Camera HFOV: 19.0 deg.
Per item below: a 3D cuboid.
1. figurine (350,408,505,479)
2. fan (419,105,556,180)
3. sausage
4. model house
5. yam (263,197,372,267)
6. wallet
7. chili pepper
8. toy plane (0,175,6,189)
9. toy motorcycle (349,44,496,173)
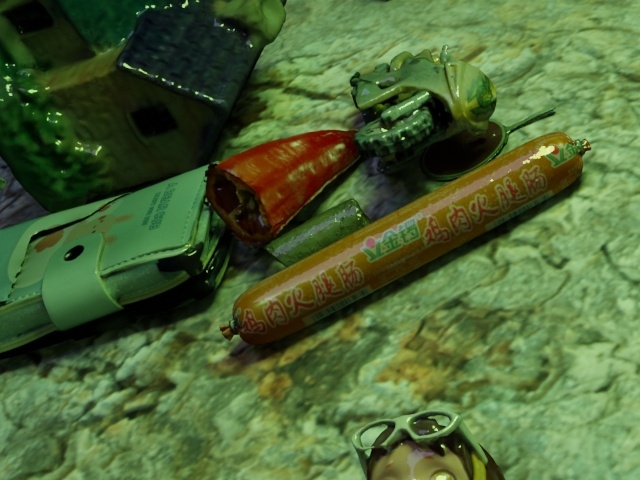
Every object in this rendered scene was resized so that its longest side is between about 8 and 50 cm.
[{"bbox_3d":[0.069,0.226,1.244,0.175,0.116,0.240,-17,41,23],"label":"figurine"},{"bbox_3d":[0.149,-0.092,1.710,0.133,0.005,0.085,-24,32,11],"label":"fan"},{"bbox_3d":[0.071,0.000,1.603,0.348,0.053,0.053,-28,33,3],"label":"sausage"},{"bbox_3d":[-0.193,-0.221,1.874,0.280,0.312,0.245,-11,34,30],"label":"model house"},{"bbox_3d":[0.000,0.000,1.670,0.094,0.043,0.043,-31,33,1],"label":"yam"},{"bbox_3d":[-0.200,0.017,1.778,0.250,0.075,0.176,-17,29,18],"label":"wallet"},{"bbox_3d":[-0.018,-0.063,1.737,0.169,0.088,0.065,-31,-14,-37],"label":"chili pepper"},{"bbox_3d":[-0.380,0.013,1.853,0.255,0.101,0.251,-65,28,4],"label":"toy plane"},{"bbox_3d":[0.092,-0.126,1.726,0.130,0.094,0.229,-23,17,8],"label":"toy motorcycle"}]
